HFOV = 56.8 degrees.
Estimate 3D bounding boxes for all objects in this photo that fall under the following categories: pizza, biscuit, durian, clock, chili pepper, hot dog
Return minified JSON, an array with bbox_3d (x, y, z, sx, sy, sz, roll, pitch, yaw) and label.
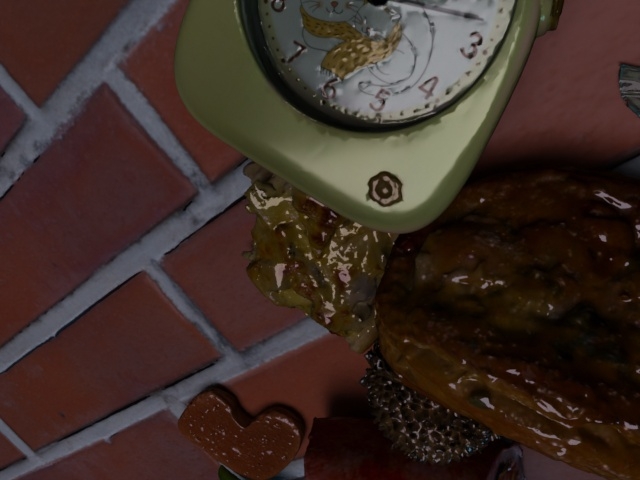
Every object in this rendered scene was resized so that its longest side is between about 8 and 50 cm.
[{"bbox_3d":[0.000,0.000,0.703,0.223,0.089,0.323,12,123,12],"label":"pizza"},{"bbox_3d":[-0.127,0.306,0.970,0.192,0.036,0.186,34,124,1],"label":"biscuit"},{"bbox_3d":[0.148,0.168,0.667,0.196,0.196,0.167,-11,112,28],"label":"durian"},{"bbox_3d":[0.052,-0.204,0.504,0.286,0.117,0.348,33,114,8],"label":"clock"},{"bbox_3d":[0.106,0.358,0.784,0.305,0.229,0.251,2,152,22],"label":"chili pepper"},{"bbox_3d":[0.242,0.076,0.541,0.388,0.267,0.174,18,158,15],"label":"hot dog"}]

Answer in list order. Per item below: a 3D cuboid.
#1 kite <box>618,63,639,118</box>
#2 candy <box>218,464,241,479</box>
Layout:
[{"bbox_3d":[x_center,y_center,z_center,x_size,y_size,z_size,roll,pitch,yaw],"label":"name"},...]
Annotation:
[{"bbox_3d":[0.379,-0.035,0.562,0.314,0.011,0.335,-27,105,33],"label":"kite"},{"bbox_3d":[-0.123,0.504,1.060,0.149,0.069,0.246,27,127,21],"label":"candy"}]
